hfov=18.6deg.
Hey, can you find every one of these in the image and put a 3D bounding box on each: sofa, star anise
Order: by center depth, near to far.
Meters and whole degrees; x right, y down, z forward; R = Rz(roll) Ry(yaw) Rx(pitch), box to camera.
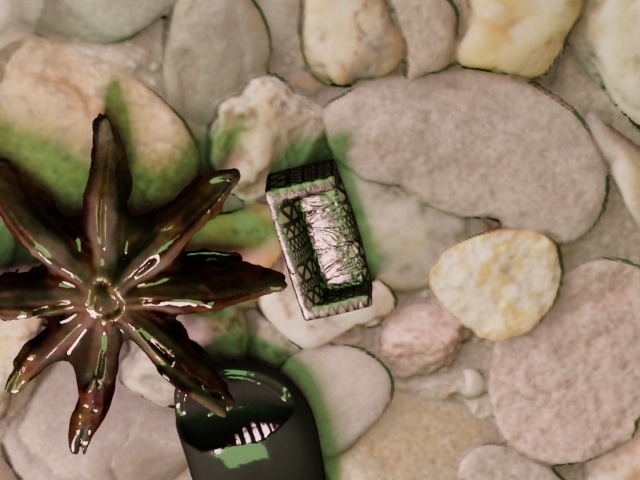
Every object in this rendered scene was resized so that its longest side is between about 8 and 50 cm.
[{"bbox_3d":[-0.169,0.038,1.524,0.288,0.088,0.288,0,102,0],"label":"star anise"},{"bbox_3d":[0.000,0.000,1.531,0.060,0.039,0.118,-14,114,7],"label":"sofa"}]

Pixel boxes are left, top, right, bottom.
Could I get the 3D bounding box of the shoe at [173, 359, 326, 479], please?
[{"bbox_3d":[-0.045,0.213,1.603,0.108,0.093,0.241,-14,116,9],"label":"shoe"}]
